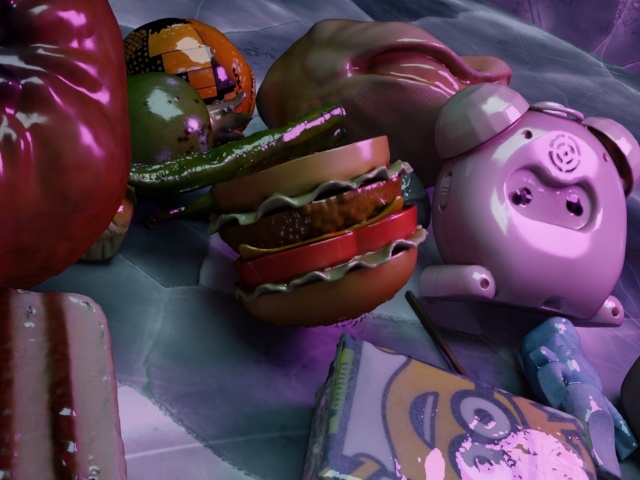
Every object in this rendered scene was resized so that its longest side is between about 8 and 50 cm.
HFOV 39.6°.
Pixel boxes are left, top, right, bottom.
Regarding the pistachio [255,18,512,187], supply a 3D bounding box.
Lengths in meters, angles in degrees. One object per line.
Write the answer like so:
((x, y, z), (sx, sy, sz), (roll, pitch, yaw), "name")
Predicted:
((0.114, -0.224, 1.487), (0.445, 0.365, 0.282), (2, 77, -14), "pistachio")

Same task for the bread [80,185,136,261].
((-0.356, -0.061, 1.135), (0.236, 0.106, 0.140), (14, 34, -12), "bread")

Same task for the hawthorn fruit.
((-0.425, -0.110, 0.851), (0.471, 0.472, 0.472), (16, 32, -10), "hawthorn fruit")

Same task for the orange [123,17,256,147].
((-0.213, -0.249, 1.404), (0.234, 0.234, 0.182), (21, 75, -2), "orange")

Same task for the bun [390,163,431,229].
((0.109, -0.049, 1.376), (0.140, 0.141, 0.083), (11, 6, -18), "bun")

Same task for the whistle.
((0.330, 0.204, 1.181), (0.186, 0.093, 0.274), (36, 25, -32), "whistle")

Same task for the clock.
((0.314, -0.050, 1.314), (0.342, 0.326, 0.184), (14, -13, -26), "clock")

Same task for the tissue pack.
((0.138, 0.250, 0.949), (0.310, 0.128, 0.228), (20, 33, -4), "tissue pack")

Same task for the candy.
((-0.242, 0.199, 0.741), (0.135, 0.179, 0.321), (7, 34, -21), "candy")

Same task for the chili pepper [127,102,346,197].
((-0.111, -0.122, 1.188), (0.359, 0.085, 0.076), (-16, 51, -36), "chili pepper")

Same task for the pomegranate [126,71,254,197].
((-0.203, -0.153, 1.253), (0.224, 0.182, 0.181), (-12, 44, -28), "pomegranate")

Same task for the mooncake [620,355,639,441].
((0.544, 0.245, 1.198), (0.275, 0.135, 0.275), (22, 31, -14), "mooncake")

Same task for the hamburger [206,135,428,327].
((0.000, 0.000, 1.126), (0.274, 0.212, 0.274), (-16, 4, 1), "hamburger")

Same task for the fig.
((-0.141, -0.053, 1.289), (0.236, 0.124, 0.124), (-19, 45, -16), "fig")

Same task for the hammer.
((0.183, 0.162, 1.215), (0.058, 0.029, 0.292), (5, 33, -29), "hammer")
